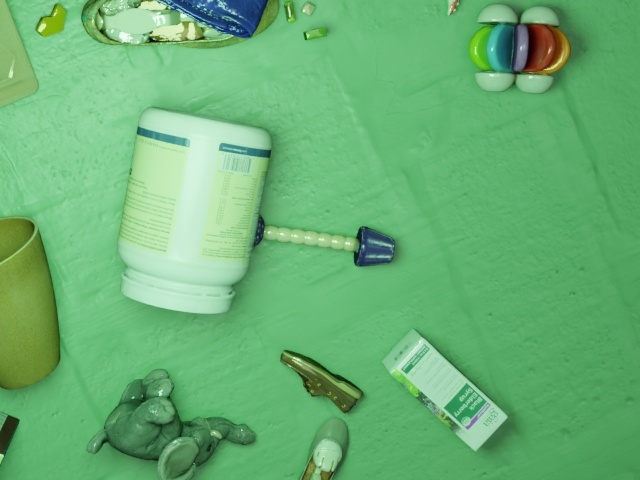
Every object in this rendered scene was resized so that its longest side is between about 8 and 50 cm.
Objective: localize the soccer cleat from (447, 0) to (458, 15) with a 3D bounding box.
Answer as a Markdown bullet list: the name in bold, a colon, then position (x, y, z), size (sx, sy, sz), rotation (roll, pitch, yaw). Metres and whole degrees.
- **soccer cleat**: position (0.241, -0.456, 1.974), size (0.036, 0.029, 0.083), rotation (15, 93, -1)

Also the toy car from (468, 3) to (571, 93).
- **toy car**: position (0.366, -0.348, 1.950), size (0.182, 0.136, 0.159), rotation (2, 99, -8)

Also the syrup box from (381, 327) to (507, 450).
- **syrup box**: position (0.236, 0.284, 2.049), size (0.237, 0.096, 0.093), rotation (43, 91, -10)

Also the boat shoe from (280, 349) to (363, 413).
- **boat shoe**: position (-0.004, 0.268, 2.029), size (0.178, 0.064, 0.060), rotation (32, 91, -14)

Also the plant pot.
- **plant pot**: position (-0.557, 0.125, 1.866), size (0.237, 0.237, 0.254), rotation (-20, 115, -5)

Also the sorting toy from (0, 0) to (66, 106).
- **sorting toy**: position (-0.579, -0.345, 1.845), size (0.307, 0.041, 0.229), rotation (-28, 118, -21)

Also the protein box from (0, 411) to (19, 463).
- **protein box**: position (-0.644, 0.409, 1.892), size (0.136, 0.201, 0.199), rotation (24, 94, -10)

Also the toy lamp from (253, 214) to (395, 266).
- **toy lamp**: position (0.000, 0.000, 1.985), size (0.275, 0.080, 0.080), rotation (9, 97, -6)

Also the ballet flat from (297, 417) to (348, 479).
- **ballet flat**: position (0.001, 0.445, 2.054), size (0.072, 0.068, 0.213), rotation (24, 94, -11)

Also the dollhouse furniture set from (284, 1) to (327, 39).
- **dollhouse furniture set**: position (-0.028, -0.436, 1.923), size (0.076, 0.058, 0.151), rotation (-12, 100, -6)

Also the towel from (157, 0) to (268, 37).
- **towel**: position (-0.170, -0.509, 1.834), size (0.228, 0.076, 0.308), rotation (28, 66, -15)

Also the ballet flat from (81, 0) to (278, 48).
- **ballet flat**: position (-0.242, -0.391, 1.872), size (0.349, 0.123, 0.123), rotation (-5, 99, -7)

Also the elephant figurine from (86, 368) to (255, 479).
- **elephant figurine**: position (-0.267, 0.368, 1.973), size (0.186, 0.169, 0.239), rotation (-24, 120, 25)

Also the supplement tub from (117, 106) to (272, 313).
- **supplement tub**: position (-0.223, -0.055, 1.863), size (0.235, 0.235, 0.324), rotation (10, 97, -9)
